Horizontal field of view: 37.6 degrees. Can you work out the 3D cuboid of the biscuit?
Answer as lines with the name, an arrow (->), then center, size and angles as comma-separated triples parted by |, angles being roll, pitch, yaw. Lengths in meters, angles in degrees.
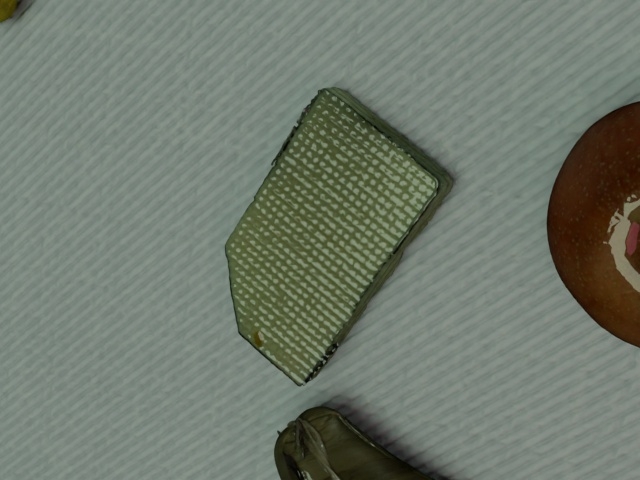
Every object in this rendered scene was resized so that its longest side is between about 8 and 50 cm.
biscuit -> 0.000, 0.000, 0.878 | 0.150, 0.052, 0.252 | 39, 112, 16

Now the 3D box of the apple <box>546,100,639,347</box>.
apple -> 0.268, -0.010, 0.696 | 0.201, 0.162, 0.201 | 5, 104, 21

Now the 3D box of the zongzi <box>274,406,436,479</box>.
zongzi -> 0.068, 0.227, 0.884 | 0.197, 0.099, 0.194 | -27, 77, 0

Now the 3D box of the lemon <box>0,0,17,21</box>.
lemon -> -0.345, -0.256, 0.970 | 0.092, 0.065, 0.065 | 12, 105, 24
